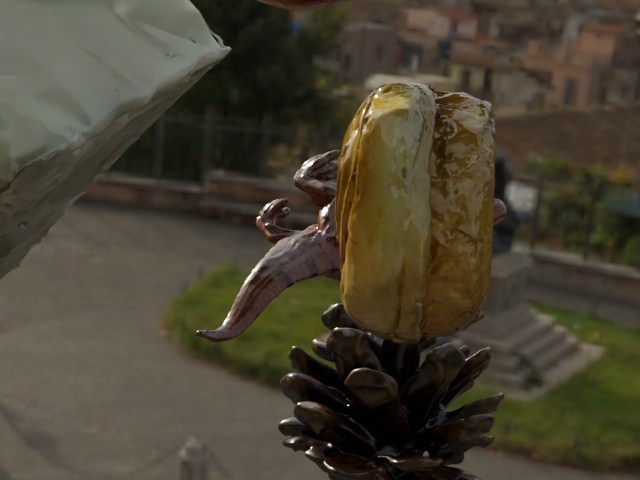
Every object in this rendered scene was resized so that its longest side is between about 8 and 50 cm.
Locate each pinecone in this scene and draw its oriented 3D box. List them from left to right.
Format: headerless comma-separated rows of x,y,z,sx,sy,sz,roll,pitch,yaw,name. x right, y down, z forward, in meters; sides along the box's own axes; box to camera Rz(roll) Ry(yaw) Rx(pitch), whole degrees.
0.067,0.153,1.412,0.229,0.201,0.202,11,-23,31,pinecone

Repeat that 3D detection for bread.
0.072,-0.019,1.126,0.120,0.198,0.236,4,0,6,bread

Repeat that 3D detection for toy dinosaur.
0.000,0.000,1.634,0.432,0.097,0.208,-20,45,-28,toy dinosaur

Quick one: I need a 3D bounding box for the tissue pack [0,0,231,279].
-0.283,-0.144,0.801,0.297,0.380,0.207,-35,4,40,tissue pack

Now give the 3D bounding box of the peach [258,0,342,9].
-0.005,-0.386,1.346,0.290,0.372,0.372,46,24,6,peach
